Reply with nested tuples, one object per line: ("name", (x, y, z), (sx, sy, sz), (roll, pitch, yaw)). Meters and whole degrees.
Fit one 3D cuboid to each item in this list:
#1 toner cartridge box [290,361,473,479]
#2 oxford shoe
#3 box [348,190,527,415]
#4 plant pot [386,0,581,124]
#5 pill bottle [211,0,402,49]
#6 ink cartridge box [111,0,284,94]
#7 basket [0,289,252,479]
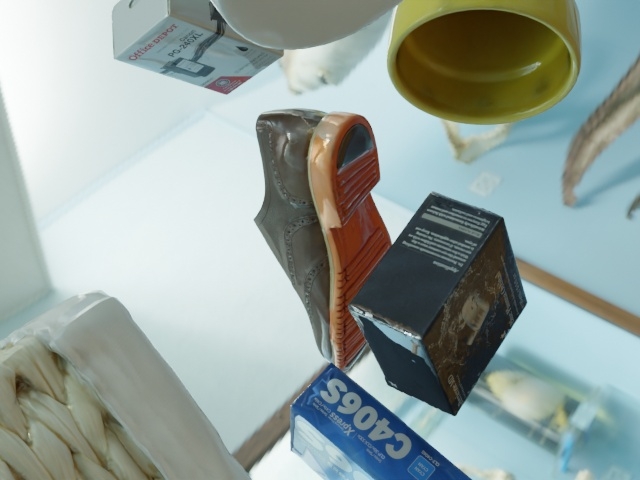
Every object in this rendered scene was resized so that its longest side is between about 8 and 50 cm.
("toner cartridge box", (0.116, 0.298, 1.187), (0.075, 0.347, 0.165), (-45, -19, -21))
("oxford shoe", (0.000, 0.000, 1.258), (0.130, 0.132, 0.364), (-45, -40, -44))
("box", (0.125, 0.066, 1.074), (0.158, 0.093, 0.156), (-53, -37, -21))
("plant pot", (0.221, -0.323, 1.421), (0.254, 0.253, 0.239), (63, -151, -58))
("pill bottle", (-0.043, -0.166, 0.359), (0.117, 0.208, 0.118), (-26, -29, -15))
("ink cartridge box", (-0.131, -0.219, 1.117), (0.150, 0.109, 0.063), (12, -115, -39))
("basket", (-0.163, 0.255, 0.516), (0.266, 0.328, 0.331), (-39, 4, -42))
